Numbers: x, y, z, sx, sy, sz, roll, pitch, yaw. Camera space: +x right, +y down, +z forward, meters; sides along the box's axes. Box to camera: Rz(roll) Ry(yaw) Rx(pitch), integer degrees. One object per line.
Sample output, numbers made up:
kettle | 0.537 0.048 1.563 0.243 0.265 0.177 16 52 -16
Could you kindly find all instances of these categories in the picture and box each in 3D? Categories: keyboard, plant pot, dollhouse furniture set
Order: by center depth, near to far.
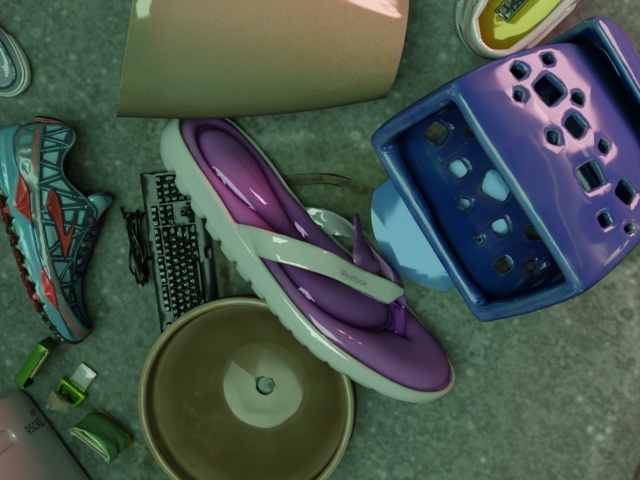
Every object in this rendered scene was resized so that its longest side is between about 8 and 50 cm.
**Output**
plant pot | 0.223 -0.078 1.565 0.212 0.236 0.236 -31 91 -20
plant pot | -0.056 -0.232 1.622 0.274 0.256 0.256 8 100 -8
plant pot | -0.072 0.169 1.730 0.237 0.110 0.237 1 98 10
keyboard | -0.172 0.019 1.765 0.100 0.038 0.192 -6 96 12
dollhouse furniture set | -0.268 0.178 1.786 0.151 0.076 0.058 37 104 5

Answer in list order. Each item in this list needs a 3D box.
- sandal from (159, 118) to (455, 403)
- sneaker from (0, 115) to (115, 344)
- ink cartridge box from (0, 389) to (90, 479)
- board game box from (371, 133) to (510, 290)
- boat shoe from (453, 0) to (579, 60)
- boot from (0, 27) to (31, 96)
sandal | -0.006 0.006 1.656 0.416 0.169 0.102 44 124 4
sneaker | -0.281 -0.010 1.746 0.125 0.104 0.262 -18 110 -10
ink cartridge box | -0.474 0.366 1.745 0.395 0.285 0.166 -38 91 14
board game box | 0.138 -0.032 1.701 0.168 0.033 0.133 -39 88 6
boat shoe | 0.266 -0.328 1.558 0.136 0.156 0.367 41 100 -9
boot | -0.405 -0.233 1.749 0.069 0.086 0.190 -44 88 13
